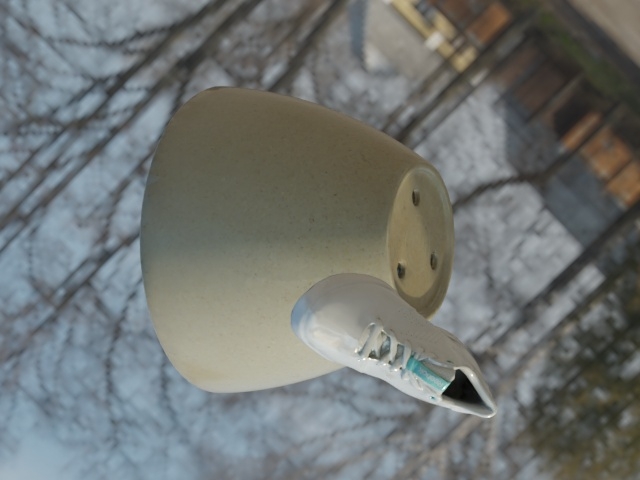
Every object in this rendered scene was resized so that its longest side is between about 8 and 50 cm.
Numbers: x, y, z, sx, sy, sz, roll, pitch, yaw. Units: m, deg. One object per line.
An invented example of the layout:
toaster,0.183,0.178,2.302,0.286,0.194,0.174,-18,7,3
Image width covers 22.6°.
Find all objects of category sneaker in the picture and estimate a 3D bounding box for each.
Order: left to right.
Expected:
sneaker,0.072,0.095,1.357,0.212,0.080,0.094,25,-168,-36

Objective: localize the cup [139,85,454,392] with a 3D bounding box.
cup,0.000,0.000,1.674,0.236,0.331,0.331,1,164,29
